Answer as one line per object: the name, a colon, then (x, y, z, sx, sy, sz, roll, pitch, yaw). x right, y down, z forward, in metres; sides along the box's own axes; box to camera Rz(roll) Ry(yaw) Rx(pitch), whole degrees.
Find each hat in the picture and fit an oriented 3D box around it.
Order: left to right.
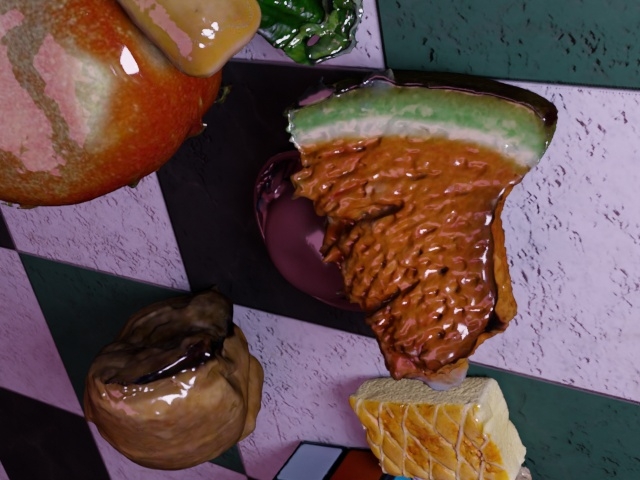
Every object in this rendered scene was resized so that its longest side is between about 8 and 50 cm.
hat: (0.000, 0.000, 1.034, 0.205, 0.089, 0.206, 21, 133, 24)

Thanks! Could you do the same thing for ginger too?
ginger: (-0.188, 0.197, 1.207, 0.200, 0.269, 0.223, -10, 112, 10)

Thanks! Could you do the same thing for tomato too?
tomato: (-0.245, -0.187, 0.909, 0.303, 0.304, 0.239, 4, 137, 35)

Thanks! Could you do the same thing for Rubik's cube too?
Rubik's cube: (0.029, 0.396, 1.268, 0.180, 0.167, 0.183, -4, 121, 38)

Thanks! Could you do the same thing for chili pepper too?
chili pepper: (-0.049, -0.255, 0.893, 0.216, 0.062, 0.108, 37, 113, 11)

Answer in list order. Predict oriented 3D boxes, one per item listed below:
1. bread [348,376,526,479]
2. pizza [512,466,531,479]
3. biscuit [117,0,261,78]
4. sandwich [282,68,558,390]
bread: (0.137, 0.225, 1.123, 0.188, 0.068, 0.126, -6, 119, 40)
pizza: (0.227, 0.367, 1.174, 0.127, 0.058, 0.247, 9, 126, 34)
biscuit: (-0.117, -0.305, 0.784, 0.291, 0.237, 0.062, 49, 166, -5)
sandwich: (0.105, -0.009, 0.895, 0.250, 0.162, 0.301, 0, 93, 23)
